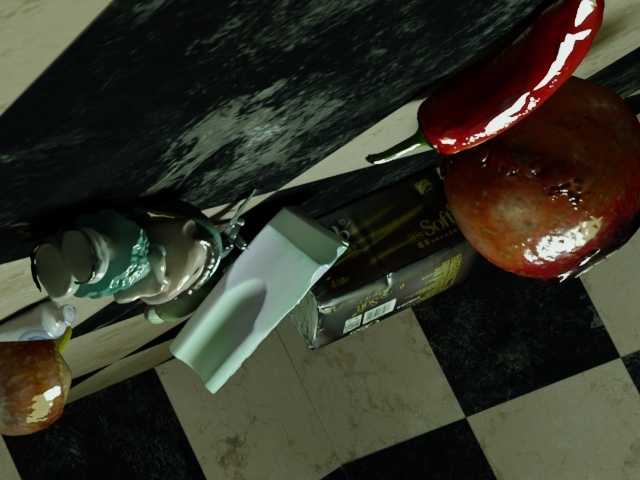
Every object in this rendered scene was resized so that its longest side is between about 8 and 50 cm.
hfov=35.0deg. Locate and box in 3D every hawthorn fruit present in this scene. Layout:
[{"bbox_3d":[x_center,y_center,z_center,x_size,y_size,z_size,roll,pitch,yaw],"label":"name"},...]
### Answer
[{"bbox_3d":[0.320,-0.085,1.438,0.315,0.316,0.316,-26,174,-3],"label":"hawthorn fruit"}]

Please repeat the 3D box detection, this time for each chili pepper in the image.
[{"bbox_3d":[0.205,-0.191,1.173,0.137,0.092,0.368,2,150,-37],"label":"chili pepper"}]

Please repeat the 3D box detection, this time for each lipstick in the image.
[{"bbox_3d":[-0.124,0.026,1.801,0.116,0.037,0.037,-33,172,26],"label":"lipstick"}]

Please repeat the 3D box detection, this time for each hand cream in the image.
[{"bbox_3d":[-0.396,0.117,1.383,0.142,0.053,0.084,-18,178,22],"label":"hand cream"}]

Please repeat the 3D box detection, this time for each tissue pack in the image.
[{"bbox_3d":[0.097,0.043,1.930,0.369,0.198,0.210,-24,157,-21],"label":"tissue pack"}]

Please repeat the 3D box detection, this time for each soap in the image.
[{"bbox_3d":[-0.092,0.078,1.597,0.347,0.115,0.208,-49,180,42],"label":"soap"}]

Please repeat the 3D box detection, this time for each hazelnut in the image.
[{"bbox_3d":[-0.439,0.212,1.486,0.143,0.154,0.143,2,-157,-1],"label":"hazelnut"}]

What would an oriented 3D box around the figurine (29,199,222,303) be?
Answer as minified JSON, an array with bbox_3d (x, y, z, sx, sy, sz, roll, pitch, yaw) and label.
[{"bbox_3d":[-0.203,0.018,1.068,0.137,0.110,0.245,-27,170,23],"label":"figurine"}]

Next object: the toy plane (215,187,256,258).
[{"bbox_3d":[-0.149,0.003,1.372,0.226,0.058,0.226,-45,168,18],"label":"toy plane"}]

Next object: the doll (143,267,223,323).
[{"bbox_3d":[-0.229,0.091,1.720,0.103,0.072,0.214,-19,166,-40],"label":"doll"}]

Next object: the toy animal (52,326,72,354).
[{"bbox_3d":[-0.464,0.228,1.611,0.219,0.155,0.095,-32,169,-40],"label":"toy animal"}]
